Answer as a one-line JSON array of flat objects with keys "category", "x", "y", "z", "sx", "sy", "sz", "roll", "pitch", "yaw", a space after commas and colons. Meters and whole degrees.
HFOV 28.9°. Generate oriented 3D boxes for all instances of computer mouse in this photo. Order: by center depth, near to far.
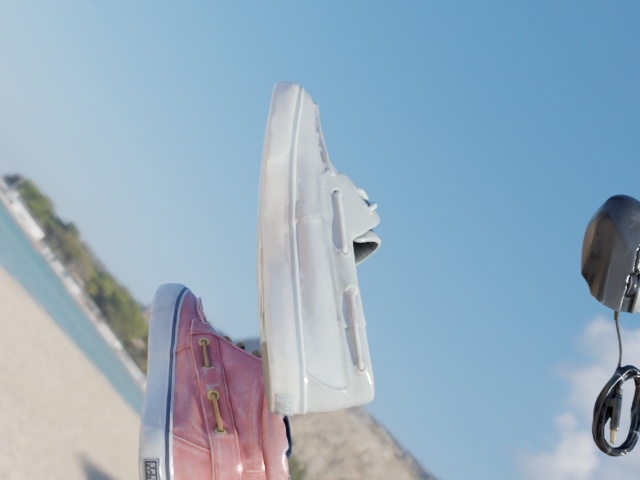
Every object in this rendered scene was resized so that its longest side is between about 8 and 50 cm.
[{"category": "computer mouse", "x": 0.276, "y": 0.074, "z": 1.128, "sx": 0.041, "sy": 0.071, "sz": 0.242, "roll": 154, "pitch": -60, "yaw": -66}]

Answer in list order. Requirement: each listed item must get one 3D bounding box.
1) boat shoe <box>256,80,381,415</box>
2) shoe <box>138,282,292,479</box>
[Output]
[{"category": "boat shoe", "x": 0.000, "y": 0.000, "z": 0.645, "sx": 0.066, "sy": 0.063, "sz": 0.184, "roll": 101, "pitch": -13, "yaw": -59}, {"category": "shoe", "x": -0.057, "y": 0.082, "z": 0.710, "sx": 0.178, "sy": 0.081, "sz": 0.063, "roll": -97, "pitch": -174, "yaw": -61}]
